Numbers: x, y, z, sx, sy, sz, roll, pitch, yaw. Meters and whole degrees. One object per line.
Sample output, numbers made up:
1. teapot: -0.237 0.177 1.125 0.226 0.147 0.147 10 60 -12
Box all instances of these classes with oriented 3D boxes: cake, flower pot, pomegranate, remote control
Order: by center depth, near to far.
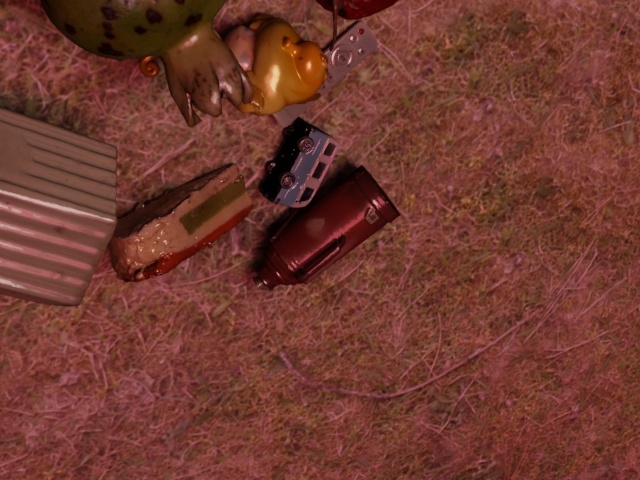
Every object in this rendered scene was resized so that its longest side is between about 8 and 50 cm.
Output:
1. pomegranate: -0.207 -0.281 1.316 0.242 0.242 0.306 -8 90 -21
2. flower pot: -0.377 -0.040 1.400 0.189 0.239 0.209 17 137 -32
3. cake: -0.188 -0.019 1.553 0.220 0.117 0.086 -23 116 -11
4. remote control: 0.000 -0.235 1.584 0.184 0.027 0.050 -41 122 -6

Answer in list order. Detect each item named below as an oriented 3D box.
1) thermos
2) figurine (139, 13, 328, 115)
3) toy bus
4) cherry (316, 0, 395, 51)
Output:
1. thermos: -0.002 -0.002 1.647 0.232 0.124 0.099 -38 122 6
2. figurine: -0.107 -0.237 1.483 0.246 0.156 0.131 17 151 -14
3. toy bus: -0.028 -0.106 1.616 0.075 0.060 0.123 20 103 -35
4. cherry: 0.071 -0.391 1.446 0.249 0.175 0.192 -31 133 -9
